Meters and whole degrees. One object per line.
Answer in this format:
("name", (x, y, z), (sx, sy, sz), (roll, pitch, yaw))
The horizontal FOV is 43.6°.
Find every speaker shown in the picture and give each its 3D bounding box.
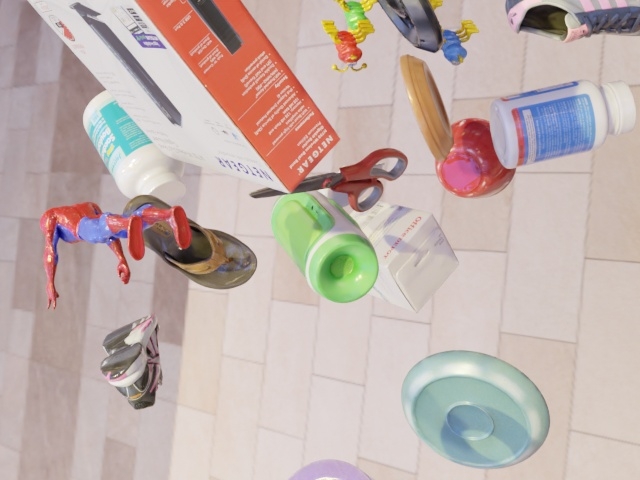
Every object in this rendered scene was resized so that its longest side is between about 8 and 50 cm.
("speaker", (0.000, 0.000, 1.407), (0.131, 0.131, 0.296), (-67, 24, 13))

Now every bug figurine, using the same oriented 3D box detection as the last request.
("bug figurine", (0.132, -0.378, 1.447), (0.216, 0.279, 0.072), (-101, 13, -45))

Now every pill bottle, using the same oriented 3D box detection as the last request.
("pill bottle", (-0.376, -0.184, 1.656), (0.146, 0.146, 0.264), (-50, 60, 26))
("pill bottle", (0.410, -0.203, 1.360), (0.221, 0.124, 0.124), (-12, 75, 0))

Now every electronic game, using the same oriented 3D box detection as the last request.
("electronic game", (0.123, -0.394, 1.259), (0.048, 0.229, 0.229), (-35, 61, 3))

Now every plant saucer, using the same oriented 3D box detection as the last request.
("plant saucer", (0.317, 0.371, 1.687), (0.317, 0.044, 0.318), (12, 123, 18))
("plant saucer", (0.193, -0.237, 1.415), (0.037, 0.200, 0.200), (-20, 72, 18))

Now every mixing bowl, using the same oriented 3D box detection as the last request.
("mixing bowl", (0.311, -0.158, 1.688), (0.181, 0.098, 0.181), (14, 119, 26))

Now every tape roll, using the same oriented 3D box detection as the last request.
("tape roll", (0.022, 0.454, 1.284), (0.189, 0.080, 0.189), (-9, 62, 17))

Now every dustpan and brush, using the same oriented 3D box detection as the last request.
("dustpan and brush", (0.033, -0.099, 1.696), (0.060, 0.147, 0.211), (54, 140, 26))

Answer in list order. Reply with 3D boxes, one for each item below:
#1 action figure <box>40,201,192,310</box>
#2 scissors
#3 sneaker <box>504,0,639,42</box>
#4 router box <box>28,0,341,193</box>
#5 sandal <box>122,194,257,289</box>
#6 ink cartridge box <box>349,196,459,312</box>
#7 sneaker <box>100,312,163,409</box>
("action figure", (-0.261, 0.021, 0.967), (0.280, 0.091, 0.139), (9, 107, 48))
("scissors", (0.021, -0.088, 1.050), (0.021, 0.297, 0.109), (49, 113, 26))
("sneaker", (0.505, -0.411, 1.502), (0.319, 0.112, 0.131), (8, 55, 9))
("router box", (-0.170, -0.205, 0.849), (0.082, 0.301, 0.335), (-47, 31, -14))
("sandal", (-0.181, 0.006, 1.153), (0.090, 0.219, 0.060), (-59, 30, -10))
("ink cartridge box", (0.165, 0.031, 1.868), (0.171, 0.168, 0.232), (-47, 35, -18))
("sneaker", (-0.232, 0.156, 1.009), (0.072, 0.178, 0.077), (-22, 108, 5))
